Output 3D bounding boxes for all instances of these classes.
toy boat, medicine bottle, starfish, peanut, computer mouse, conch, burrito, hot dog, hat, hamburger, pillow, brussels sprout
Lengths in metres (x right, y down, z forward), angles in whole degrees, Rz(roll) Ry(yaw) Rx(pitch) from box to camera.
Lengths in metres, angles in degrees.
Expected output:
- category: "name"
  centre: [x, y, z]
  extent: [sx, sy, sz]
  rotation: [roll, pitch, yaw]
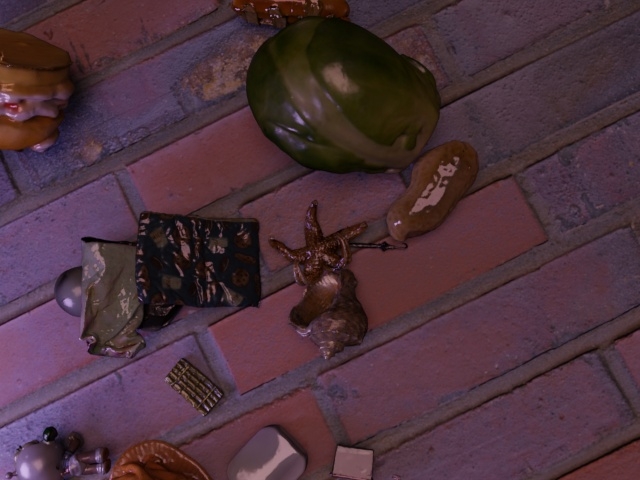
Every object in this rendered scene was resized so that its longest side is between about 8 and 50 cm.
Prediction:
- category: "toy boat"
  centre: [-0.255, 0.295, 1.500]
  extent: [0.115, 0.016, 0.063]
  rotation: [39, 87, 8]
- category: "medicine bottle"
  centre: [-0.118, 0.453, 1.443]
  extent: [0.119, 0.069, 0.183]
  rotation: [44, 86, 7]
- category: "starfish"
  centre: [0.001, -0.001, 1.491]
  extent: [0.190, 0.074, 0.146]
  rotation: [-29, 69, -1]
- category: "peanut"
  centre: [0.218, -0.098, 1.479]
  extent: [0.120, 0.110, 0.236]
  rotation: [40, 94, -13]
- category: "computer mouse"
  centre: [-0.315, 0.095, 1.510]
  extent: [0.106, 0.062, 0.192]
  rotation: [34, 92, 7]
- category: "conch"
  centre: [0.018, 0.137, 1.448]
  extent: [0.156, 0.130, 0.207]
  rotation: [9, 59, 1]
- category: "burrito"
  centre: [-0.402, 0.111, 1.441]
  extent: [0.144, 0.089, 0.228]
  rotation: [7, 83, -25]
- category: "hot dog"
  centre: [-0.060, -0.478, 1.546]
  extent: [0.270, 0.109, 0.072]
  rotation: [9, 85, 3]
- category: "hat"
  centre: [-0.324, 0.508, 1.367]
  extent: [0.234, 0.233, 0.244]
  rotation: [9, 82, 6]
- category: "hamburger"
  centre: [-0.639, -0.288, 1.492]
  extent: [0.277, 0.276, 0.236]
  rotation: [21, 114, 7]
- category: "pillow"
  centre: [-0.238, 0.039, 1.472]
  extent: [0.256, 0.034, 0.188]
  rotation: [4, 76, -25]
- category: "brussels sprout"
  centre: [0.039, -0.272, 1.432]
  extent: [0.371, 0.315, 0.275]
  rotation: [31, 109, 2]

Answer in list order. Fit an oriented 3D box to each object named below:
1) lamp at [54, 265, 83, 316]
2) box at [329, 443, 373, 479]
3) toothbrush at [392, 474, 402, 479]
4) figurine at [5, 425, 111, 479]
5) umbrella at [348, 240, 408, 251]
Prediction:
- category: "lamp"
  centre: [-0.481, 0.102, 1.498]
  extent: [0.105, 0.105, 0.105]
  rotation: [-1, 82, 4]
- category: "box"
  centre: [0.064, 0.431, 1.441]
  extent: [0.085, 0.060, 0.063]
  rotation: [8, 75, 6]
- category: "toothbrush"
  centre: [0.187, 0.474, 1.450]
  extent: [0.097, 0.006, 0.008]
  rotation: [16, 80, 6]
- category: "figurine"
  centre: [-0.512, 0.435, 1.465]
  extent: [0.197, 0.093, 0.147]
  rotation: [-7, 104, -5]
- category: "umbrella"
  centre: [0.103, 0.012, 1.513]
  extent: [0.149, 0.022, 0.022]
  rotation: [-1, 40, 4]
